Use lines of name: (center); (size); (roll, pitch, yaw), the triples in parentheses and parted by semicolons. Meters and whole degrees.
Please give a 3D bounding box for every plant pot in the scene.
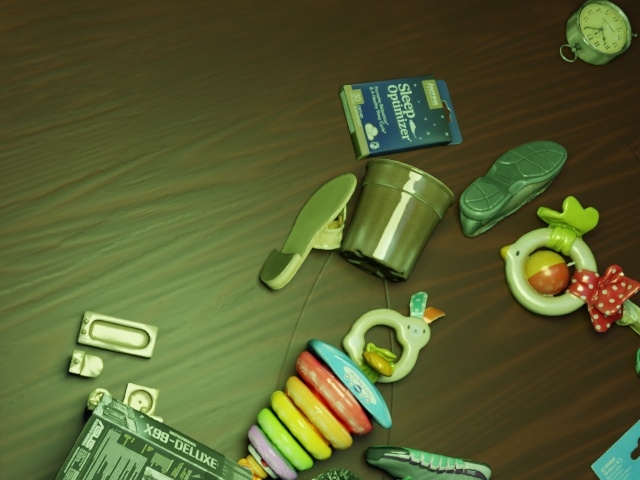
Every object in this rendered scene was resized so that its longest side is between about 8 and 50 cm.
plant pot: (0.121, -0.027, 1.400); (0.167, 0.167, 0.165); (27, 78, -9)

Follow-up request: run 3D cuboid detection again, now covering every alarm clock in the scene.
alarm clock: (0.556, -0.418, 1.685); (0.192, 0.064, 0.129); (-34, 88, -25)

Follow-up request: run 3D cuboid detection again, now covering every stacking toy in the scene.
stacking toy: (-0.051, 0.305, 1.271); (0.302, 0.166, 0.175); (-41, 91, -8)

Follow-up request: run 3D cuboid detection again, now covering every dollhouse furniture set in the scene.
dollhouse furniture set: (-0.296, 0.186, 1.220); (0.144, 0.123, 0.151); (15, 72, -14)

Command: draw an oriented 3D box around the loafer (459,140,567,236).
loafer: (0.355, -0.099, 1.540); (0.267, 0.084, 0.096); (-32, 56, -26)

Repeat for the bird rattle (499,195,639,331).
bird rattle: (0.446, 0.057, 1.509); (0.206, 0.143, 0.254); (-21, 84, 0)

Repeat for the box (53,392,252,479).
box: (-0.271, 0.403, 1.129); (0.242, 0.076, 0.308); (29, 95, -8)

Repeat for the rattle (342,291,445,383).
rattle: (0.142, 0.148, 1.367); (0.199, 0.143, 0.130); (-26, 66, -16)

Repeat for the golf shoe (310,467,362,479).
golf shoe: (-0.011, 0.411, 1.286); (0.198, 0.094, 0.077); (6, 52, -40)

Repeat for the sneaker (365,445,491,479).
sneaker: (0.175, 0.396, 1.340); (0.223, 0.083, 0.098); (14, 77, -14)

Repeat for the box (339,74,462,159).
box: (0.157, -0.233, 1.525); (0.225, 0.036, 0.137); (-11, 79, -21)

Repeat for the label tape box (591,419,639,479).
label tape box: (0.682, 0.472, 1.466); (0.240, 0.106, 0.334); (-34, 88, -23)

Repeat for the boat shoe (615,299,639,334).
boat shoe: (0.574, 0.138, 1.554); (0.045, 0.050, 0.135); (-37, 79, -19)

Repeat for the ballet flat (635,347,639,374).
ballet flat: (0.681, 0.232, 1.555); (0.188, 0.070, 0.070); (11, 73, -18)

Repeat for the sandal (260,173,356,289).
sandal: (-0.004, -0.001, 1.404); (0.240, 0.088, 0.079); (-52, 126, -15)
